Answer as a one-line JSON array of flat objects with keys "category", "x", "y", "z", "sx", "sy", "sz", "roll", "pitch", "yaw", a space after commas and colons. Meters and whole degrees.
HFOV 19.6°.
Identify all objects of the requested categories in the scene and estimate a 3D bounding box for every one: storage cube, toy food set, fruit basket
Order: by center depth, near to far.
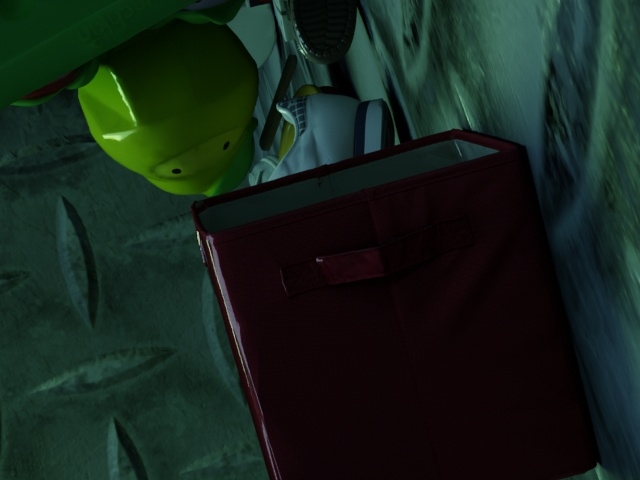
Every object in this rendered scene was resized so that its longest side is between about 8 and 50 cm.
[{"category": "storage cube", "x": 0.037, "y": 0.053, "z": 1.107, "sx": 0.215, "sy": 0.184, "sz": 0.193, "roll": -134, "pitch": 29, "yaw": -80}, {"category": "fruit basket", "x": -0.167, "y": -0.183, "z": 1.700, "sx": 0.283, "sy": 0.392, "sz": 0.392, "roll": -133, "pitch": 28, "yaw": -76}, {"category": "toy food set", "x": 0.014, "y": -0.077, "z": 1.719, "sx": 0.218, "sy": 0.071, "sz": 0.128, "roll": -114, "pitch": 34, "yaw": -50}]

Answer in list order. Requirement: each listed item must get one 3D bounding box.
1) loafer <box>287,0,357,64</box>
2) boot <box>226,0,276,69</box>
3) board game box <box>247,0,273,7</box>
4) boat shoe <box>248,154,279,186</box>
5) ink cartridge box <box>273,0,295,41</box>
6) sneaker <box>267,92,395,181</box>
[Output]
[{"category": "loafer", "x": -0.001, "y": -0.205, "z": 1.520, "sx": 0.050, "sy": 0.056, "sz": 0.148, "roll": 84, "pitch": 179, "yaw": -67}, {"category": "boot", "x": -0.106, "y": -0.319, "z": 2.222, "sx": 0.258, "sy": 0.095, "sz": 0.123, "roll": 95, "pitch": 167, "yaw": -52}, {"category": "board game box", "x": -0.089, "y": -0.411, "z": 1.917, "sx": 0.347, "sy": 0.056, "sz": 0.208, "roll": 87, "pitch": 171, "yaw": -69}, {"category": "boat shoe", "x": -0.051, "y": 0.013, "z": 2.456, "sx": 0.118, "sy": 0.103, "sz": 0.320, "roll": 81, "pitch": 172, "yaw": -51}, {"category": "ink cartridge box", "x": -0.033, "y": -0.249, "z": 1.871, "sx": 0.083, "sy": 0.028, "sz": 0.048, "roll": 80, "pitch": 172, "yaw": -45}, {"category": "sneaker", "x": 0.000, "y": 0.000, "z": 1.449, "sx": 0.090, "sy": 0.095, "sz": 0.235, "roll": 62, "pitch": -146, "yaw": -72}]
